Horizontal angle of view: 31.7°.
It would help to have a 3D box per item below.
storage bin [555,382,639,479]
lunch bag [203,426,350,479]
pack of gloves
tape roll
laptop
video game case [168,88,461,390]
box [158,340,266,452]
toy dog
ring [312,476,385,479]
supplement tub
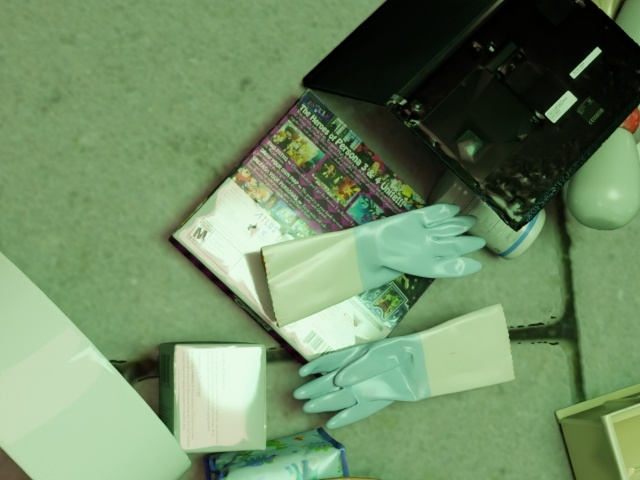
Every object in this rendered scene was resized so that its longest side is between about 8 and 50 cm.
[{"bbox_3d":[0.415,0.273,1.192,0.261,0.123,0.262,-15,88,-17],"label":"storage bin"},{"bbox_3d":[-0.034,0.272,1.081,0.129,0.096,0.151,-10,100,-15],"label":"lunch bag"},{"bbox_3d":[0.066,0.072,1.121,0.232,0.046,0.195,-14,100,-14],"label":"pack of gloves"},{"bbox_3d":[-0.240,0.120,0.936,0.100,0.286,0.286,-44,97,-16],"label":"tape roll"},{"bbox_3d":[0.159,-0.164,1.138,0.264,0.136,0.234,44,75,2],"label":"laptop"},{"bbox_3d":[0.000,0.000,1.143,0.232,0.042,0.210,43,75,-8],"label":"video game case"},{"bbox_3d":[-0.104,0.146,1.066,0.087,0.101,0.101,0,85,-16],"label":"box"},{"bbox_3d":[0.340,-0.144,1.204,0.333,0.220,0.161,-51,137,-11],"label":"toy dog"},{"bbox_3d":[0.006,0.380,1.051,0.337,0.032,0.336,-4,104,-17],"label":"ring"},{"bbox_3d":[0.176,-0.035,1.184,0.107,0.071,0.071,35,76,-9],"label":"supplement tub"}]
